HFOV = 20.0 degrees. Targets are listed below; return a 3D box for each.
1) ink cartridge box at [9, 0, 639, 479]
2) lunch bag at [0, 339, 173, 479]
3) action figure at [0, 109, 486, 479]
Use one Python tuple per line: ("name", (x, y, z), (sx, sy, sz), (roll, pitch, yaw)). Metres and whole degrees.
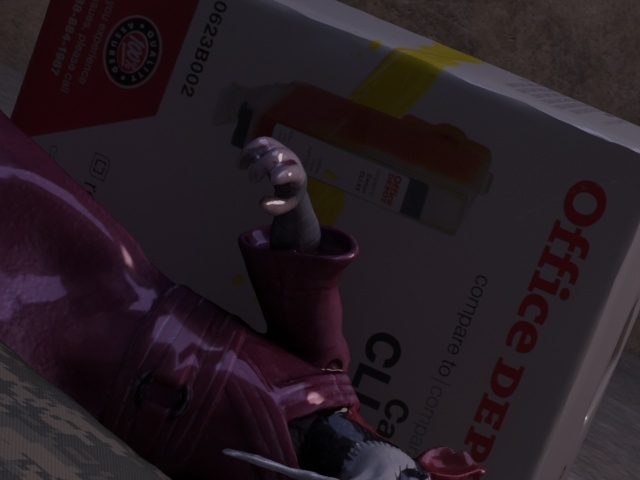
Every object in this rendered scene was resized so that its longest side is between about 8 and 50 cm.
("ink cartridge box", (0.000, 0.000, 1.126), (0.385, 0.279, 0.160), (23, 10, 13))
("lunch bag", (-0.109, 0.124, 0.504), (0.235, 0.169, 0.287), (32, 12, 24))
("action figure", (-0.096, 0.085, 0.953), (0.370, 0.248, 0.276), (28, -19, -3))
